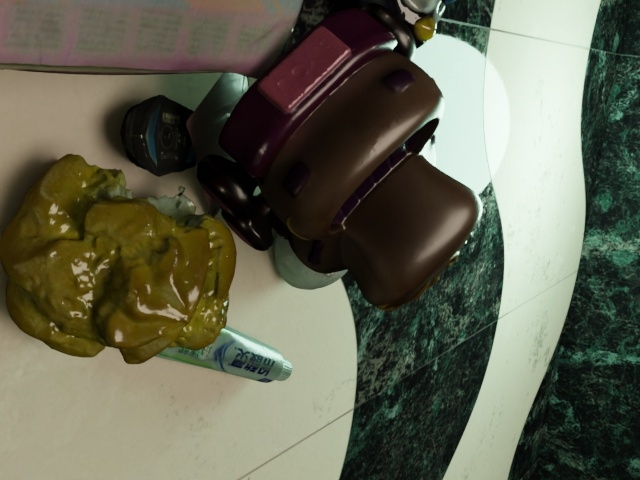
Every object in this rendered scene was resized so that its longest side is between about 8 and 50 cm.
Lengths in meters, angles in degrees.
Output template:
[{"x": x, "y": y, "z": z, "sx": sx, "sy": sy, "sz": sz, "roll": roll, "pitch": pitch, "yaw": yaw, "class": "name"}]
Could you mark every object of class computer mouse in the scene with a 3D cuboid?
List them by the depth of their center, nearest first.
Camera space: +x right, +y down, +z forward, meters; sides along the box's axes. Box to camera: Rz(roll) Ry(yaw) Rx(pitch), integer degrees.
[{"x": -0.162, "y": -0.105, "z": 0.768, "sx": 0.135, "sy": 0.047, "sz": 0.079, "roll": -10, "pitch": 106, "yaw": -67, "class": "computer mouse"}]

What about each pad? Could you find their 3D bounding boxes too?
[{"x": -0.105, "y": -0.111, "z": 0.835, "sx": 0.113, "sy": 0.006, "sz": 0.187, "roll": -59, "pitch": 165, "yaw": -25, "class": "pad"}]

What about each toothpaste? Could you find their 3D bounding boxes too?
[{"x": -0.125, "y": 0.132, "z": 0.933, "sx": 0.297, "sy": 0.048, "sz": 0.074, "roll": 33, "pitch": 75, "yaw": -54, "class": "toothpaste"}]

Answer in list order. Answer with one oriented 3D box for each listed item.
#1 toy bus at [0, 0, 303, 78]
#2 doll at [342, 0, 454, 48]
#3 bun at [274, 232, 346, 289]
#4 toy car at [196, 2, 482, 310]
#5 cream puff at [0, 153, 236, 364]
[{"x": -0.165, "y": -0.221, "z": 0.615, "sx": 0.386, "sy": 0.171, "sz": 0.162, "roll": -17, "pitch": 127, "yaw": -54, "class": "toy bus"}, {"x": 0.100, "y": -0.313, "z": 0.995, "sx": 0.177, "sy": 0.141, "sz": 0.314, "roll": 15, "pitch": 96, "yaw": -59, "class": "doll"}, {"x": 0.000, "y": 0.000, "z": 1.029, "sx": 0.141, "sy": 0.083, "sz": 0.140, "roll": -24, "pitch": 120, "yaw": -50, "class": "bun"}, {"x": 0.046, "y": -0.064, "z": 0.820, "sx": 0.271, "sy": 0.240, "sz": 0.340, "roll": -45, "pitch": 165, "yaw": -6, "class": "toy car"}, {"x": -0.173, "y": 0.033, "z": 0.695, "sx": 0.221, "sy": 0.195, "sz": 0.194, "roll": 16, "pitch": 90, "yaw": -55, "class": "cream puff"}]
